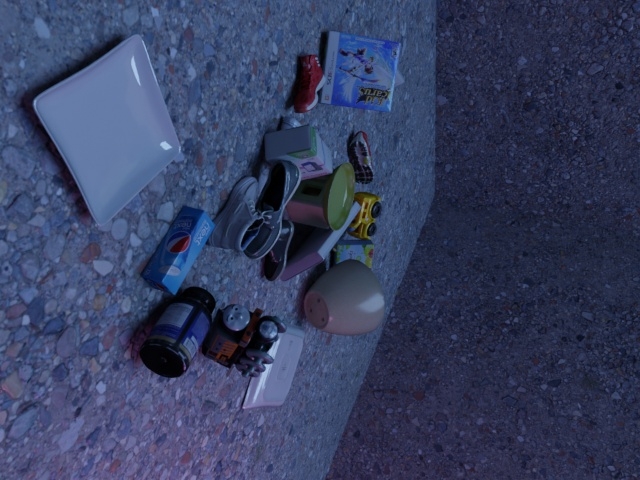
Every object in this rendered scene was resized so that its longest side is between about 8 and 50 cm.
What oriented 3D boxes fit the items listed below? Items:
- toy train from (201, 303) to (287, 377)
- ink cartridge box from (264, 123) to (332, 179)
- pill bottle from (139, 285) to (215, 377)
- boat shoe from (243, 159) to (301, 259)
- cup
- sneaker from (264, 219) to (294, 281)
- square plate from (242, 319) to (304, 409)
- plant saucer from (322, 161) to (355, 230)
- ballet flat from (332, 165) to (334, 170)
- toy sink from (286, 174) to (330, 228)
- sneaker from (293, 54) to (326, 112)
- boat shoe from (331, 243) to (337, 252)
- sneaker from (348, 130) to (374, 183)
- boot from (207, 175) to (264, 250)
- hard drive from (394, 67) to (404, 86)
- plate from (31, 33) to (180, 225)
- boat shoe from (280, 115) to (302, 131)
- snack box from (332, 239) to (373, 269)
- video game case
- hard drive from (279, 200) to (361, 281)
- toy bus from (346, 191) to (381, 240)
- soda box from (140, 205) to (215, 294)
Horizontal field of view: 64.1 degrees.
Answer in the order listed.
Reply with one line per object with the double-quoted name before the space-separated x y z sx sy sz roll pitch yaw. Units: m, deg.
"toy train" -0.219 0.274 1.407 0.142 0.190 0.334 -68 -173 -31
"ink cartridge box" -0.065 -0.272 1.626 0.212 0.154 0.093 32 51 -68
"pill bottle" -0.344 0.220 1.271 0.219 0.122 0.123 -69 161 -52
"boat shoe" -0.162 -0.095 1.528 0.320 0.116 0.099 -64 161 2
"cup" 0.070 0.262 2.154 0.236 0.331 0.331 -13 117 -38
"sneaker" -0.173 0.034 1.696 0.118 0.083 0.222 -2 113 -48
"square plate" -0.163 0.492 2.003 0.347 0.049 0.344 42 64 -66
"plant saucer" 0.060 -0.155 1.777 0.241 0.037 0.241 -44 141 -52
"ballet flat" 0.054 -0.259 2.077 0.221 0.076 0.079 41 45 -66
"toy sink" -0.005 -0.180 1.855 0.234 0.152 0.131 -62 154 -31
"sneaker" -0.053 -0.521 1.659 0.128 0.087 0.221 67 29 -44
"boat shoe" 0.035 0.007 2.193 0.178 0.064 0.060 48 53 -72
"sneaker" 0.197 -0.373 2.314 0.279 0.107 0.118 80 22 -50
"boot" -0.208 -0.073 1.453 0.095 0.123 0.258 74 36 -52
"hard drive" 0.204 -0.657 2.039 0.307 0.203 0.040 7 66 -68
"plate" -0.404 -0.216 0.995 0.277 0.045 0.278 80 31 -43
"boat shoe" -0.073 -0.336 1.716 0.226 0.083 0.076 30 86 -56
"snack box" 0.148 0.101 2.365 0.070 0.174 0.207 -113 -155 -66
"video game case" 0.138 -0.600 1.829 0.061 0.269 0.244 -126 -139 -69
"hard drive" 0.000 0.000 1.913 0.047 0.233 0.353 50 42 -10
"toy bus" 0.160 -0.113 2.337 0.211 0.149 0.220 -4 109 -54
"soda box" -0.345 0.022 1.250 0.071 0.067 0.210 69 39 -55
